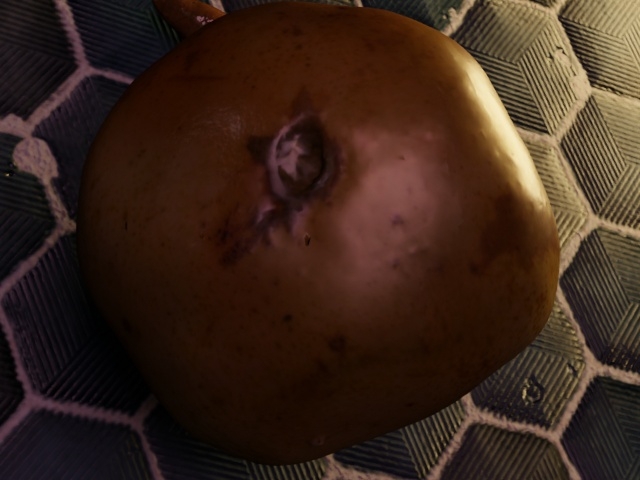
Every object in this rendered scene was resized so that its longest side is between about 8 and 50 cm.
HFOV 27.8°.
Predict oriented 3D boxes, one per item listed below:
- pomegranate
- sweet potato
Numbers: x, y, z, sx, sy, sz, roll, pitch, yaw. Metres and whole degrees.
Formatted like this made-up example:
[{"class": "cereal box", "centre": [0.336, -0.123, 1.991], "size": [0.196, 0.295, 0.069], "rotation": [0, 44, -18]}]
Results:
[{"class": "pomegranate", "centre": [0.000, 0.000, 1.131], "size": [0.416, 0.416, 0.417], "rotation": [8, 66, -19]}, {"class": "sweet potato", "centre": [-0.089, -0.198, 1.348], "size": [0.202, 0.055, 0.058], "rotation": [38, 96, -6]}]
